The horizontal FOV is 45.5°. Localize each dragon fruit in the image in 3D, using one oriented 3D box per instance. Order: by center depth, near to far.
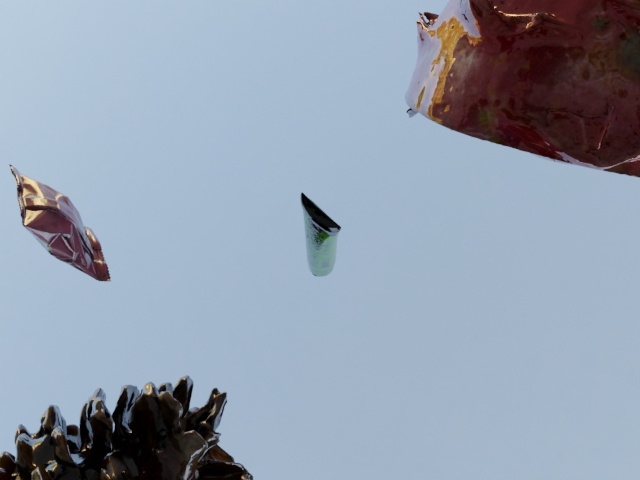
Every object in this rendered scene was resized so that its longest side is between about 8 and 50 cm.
[{"bbox_3d":[0.276,-0.201,0.754,0.370,0.386,0.249,16,-68,11],"label":"dragon fruit"}]

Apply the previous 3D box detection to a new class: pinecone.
[{"bbox_3d":[-0.153,0.205,0.593,0.204,0.179,0.184,-17,-89,-12],"label":"pinecone"}]

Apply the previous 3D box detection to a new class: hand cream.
[{"bbox_3d":[0.000,0.000,0.554,0.023,0.122,0.036,-43,-104,-12],"label":"hand cream"}]

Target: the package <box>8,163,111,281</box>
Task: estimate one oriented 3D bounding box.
[{"bbox_3d":[-0.170,-0.010,0.496,0.029,0.083,0.059,-37,-132,5],"label":"package"}]
